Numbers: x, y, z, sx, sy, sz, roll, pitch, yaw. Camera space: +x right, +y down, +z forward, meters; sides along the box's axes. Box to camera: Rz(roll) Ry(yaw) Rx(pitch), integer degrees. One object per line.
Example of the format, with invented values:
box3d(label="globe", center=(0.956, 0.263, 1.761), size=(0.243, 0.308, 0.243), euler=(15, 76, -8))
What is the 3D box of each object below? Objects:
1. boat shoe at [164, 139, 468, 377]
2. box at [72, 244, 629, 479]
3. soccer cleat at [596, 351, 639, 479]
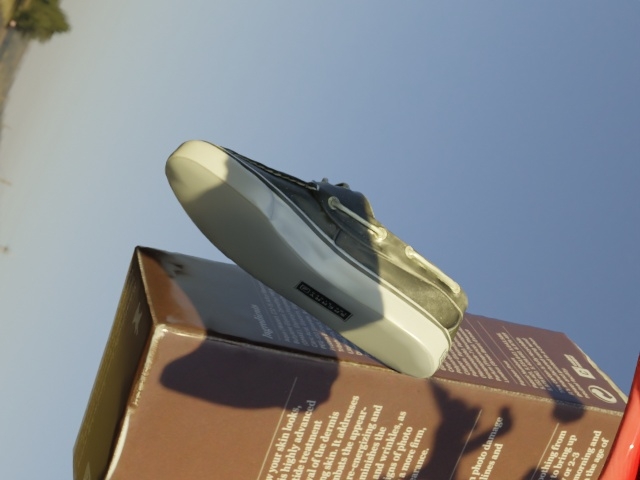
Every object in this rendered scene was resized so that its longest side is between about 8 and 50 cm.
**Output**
box3d(label="boat shoe", center=(0.000, 0.000, 0.684), size=(0.070, 0.219, 0.078), euler=(-58, -168, -29))
box3d(label="box", center=(0.023, 0.148, 0.798), size=(0.191, 0.382, 0.143), euler=(-69, -156, 19))
box3d(label="soccer cleat", center=(0.172, -0.024, 0.310), size=(0.108, 0.117, 0.318), euler=(43, -58, 54))
